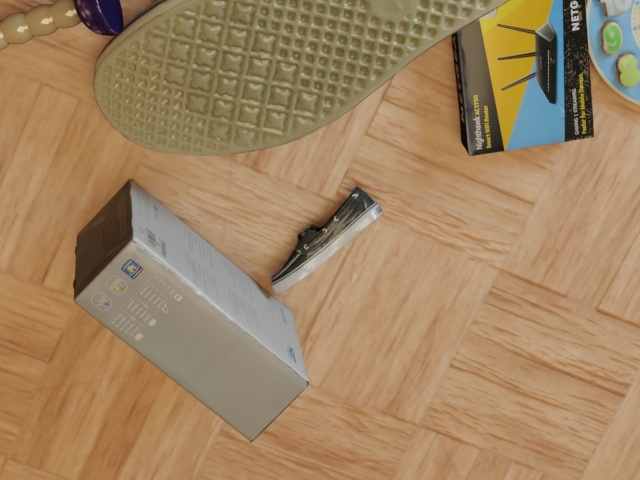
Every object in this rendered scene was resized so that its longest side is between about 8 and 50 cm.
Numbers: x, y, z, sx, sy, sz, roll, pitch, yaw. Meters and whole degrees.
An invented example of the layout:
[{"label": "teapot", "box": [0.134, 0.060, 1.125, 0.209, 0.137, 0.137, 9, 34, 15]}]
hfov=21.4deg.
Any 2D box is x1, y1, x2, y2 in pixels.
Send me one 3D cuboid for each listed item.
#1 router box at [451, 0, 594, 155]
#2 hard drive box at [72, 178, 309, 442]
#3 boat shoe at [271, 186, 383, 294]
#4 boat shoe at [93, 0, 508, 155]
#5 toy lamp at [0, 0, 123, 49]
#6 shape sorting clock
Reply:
[{"label": "router box", "box": [0.202, -0.183, 1.711, 0.133, 0.046, 0.179, -9, 111, -3]}, {"label": "hard drive box", "box": [-0.130, 0.067, 1.692, 0.232, 0.181, 0.089, 40, 101, -18]}, {"label": "boat shoe", "box": [0.000, 0.000, 1.758, 0.142, 0.049, 0.040, -39, 91, 6]}, {"label": "boat shoe", "box": [0.010, -0.232, 1.617, 0.500, 0.156, 0.187, -27, 115, 18]}, {"label": "toy lamp", "box": [-0.325, -0.186, 1.609, 0.275, 0.080, 0.080, -15, 112, 14]}, {"label": "shape sorting clock", "box": [0.368, -0.228, 1.718, 0.206, 0.040, 0.206, -2, 111, -6]}]
